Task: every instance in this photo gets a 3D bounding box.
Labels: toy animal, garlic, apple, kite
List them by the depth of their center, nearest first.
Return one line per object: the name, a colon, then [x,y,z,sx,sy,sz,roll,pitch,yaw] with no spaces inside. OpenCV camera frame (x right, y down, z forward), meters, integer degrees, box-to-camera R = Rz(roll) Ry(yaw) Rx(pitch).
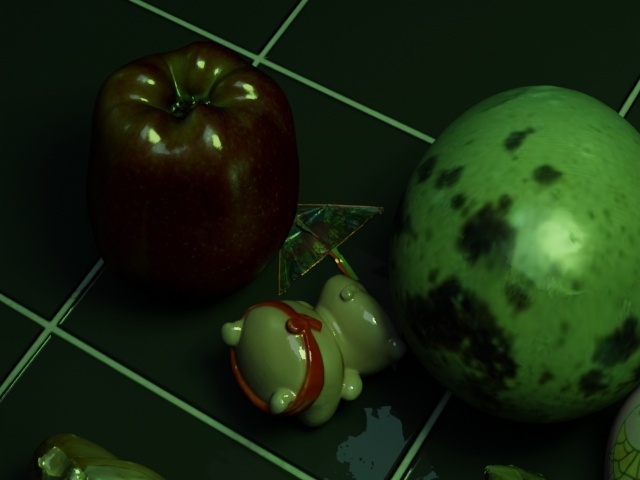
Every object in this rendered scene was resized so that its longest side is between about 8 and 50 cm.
garlic: [-0.261,0.326,1.499,0.214,0.191,0.160,6,68,57]
toy animal: [-0.011,0.135,1.584,0.197,0.171,0.171,-24,61,-16]
apple: [-0.162,-0.084,1.639,0.288,0.317,0.288,3,48,-3]
kite: [0.000,0.000,1.734,0.190,0.010,0.159,-41,65,-15]

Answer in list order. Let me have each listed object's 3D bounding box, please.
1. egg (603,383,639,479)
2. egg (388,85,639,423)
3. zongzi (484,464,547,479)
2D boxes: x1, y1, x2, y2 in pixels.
egg: [0.415,0.273,1.439,0.196,0.196,0.271,-4,66,4]
egg: [0.253,0.008,1.517,0.345,0.345,0.428,1,46,6]
zongzi: [0.250,0.335,1.429,0.081,0.178,0.189,-37,63,6]
